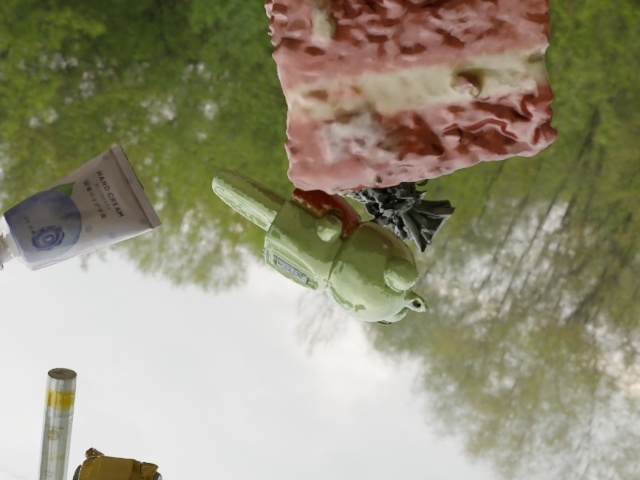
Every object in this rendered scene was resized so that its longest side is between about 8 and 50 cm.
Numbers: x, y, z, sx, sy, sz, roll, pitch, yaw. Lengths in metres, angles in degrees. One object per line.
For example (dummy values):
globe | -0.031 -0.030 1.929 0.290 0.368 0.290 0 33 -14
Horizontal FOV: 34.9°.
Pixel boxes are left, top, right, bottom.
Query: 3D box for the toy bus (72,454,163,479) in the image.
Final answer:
toy bus | -0.294 0.453 1.333 0.121 0.336 0.123 6 163 4

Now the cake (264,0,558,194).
cake | 0.076 -0.239 1.039 0.269 0.320 0.270 -10 -153 4

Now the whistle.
whistle | 0.000 0.000 1.155 0.288 0.106 0.131 33 158 13

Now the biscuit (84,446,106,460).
biscuit | -0.289 0.431 1.642 0.260 0.041 0.203 45 165 11

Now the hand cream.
hand cream | -0.216 -0.018 0.858 0.084 0.142 0.053 61 170 14

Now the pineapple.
pineapple | 0.078 -0.088 1.466 0.248 0.128 0.128 39 -166 4

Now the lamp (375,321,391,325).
lamp | 0.102 0.071 1.463 0.054 0.121 0.041 24 -139 -5

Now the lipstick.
lipstick | -0.502 0.374 1.934 0.059 0.264 0.059 9 -166 -2
